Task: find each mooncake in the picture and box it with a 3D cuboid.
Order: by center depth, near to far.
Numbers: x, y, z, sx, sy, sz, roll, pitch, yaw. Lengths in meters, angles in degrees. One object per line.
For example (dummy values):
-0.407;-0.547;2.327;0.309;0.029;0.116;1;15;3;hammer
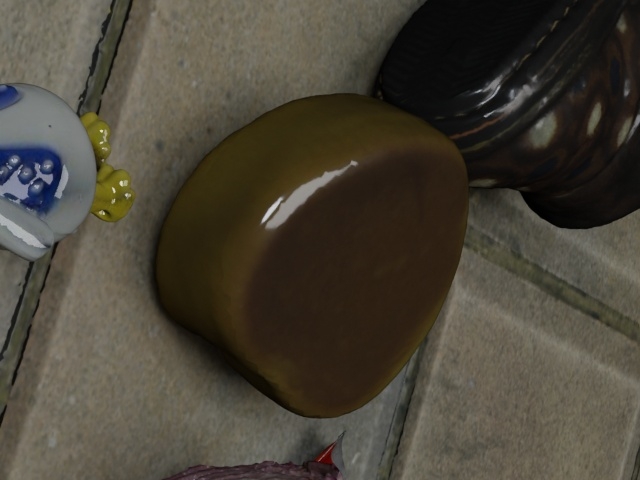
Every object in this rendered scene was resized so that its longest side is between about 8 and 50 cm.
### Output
0.000;0.000;1.279;0.235;0.117;0.235;-22;125;-35;mooncake

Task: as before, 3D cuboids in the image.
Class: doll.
-0.221;-0.044;1.014;0.293;0.119;0.138;-2;56;-52;doll

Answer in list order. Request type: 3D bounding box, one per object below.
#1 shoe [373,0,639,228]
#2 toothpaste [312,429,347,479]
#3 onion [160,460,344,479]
0.192;-0.112;1.477;0.384;0.171;0.237;-47;127;-46;shoe
-0.056;0.269;1.348;0.301;0.048;0.075;-54;131;-33;toothpaste
-0.047;0.245;1.211;0.200;0.207;0.200;19;65;-47;onion
